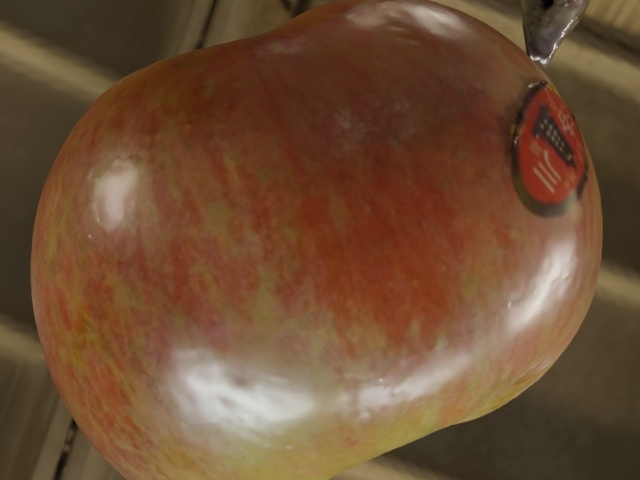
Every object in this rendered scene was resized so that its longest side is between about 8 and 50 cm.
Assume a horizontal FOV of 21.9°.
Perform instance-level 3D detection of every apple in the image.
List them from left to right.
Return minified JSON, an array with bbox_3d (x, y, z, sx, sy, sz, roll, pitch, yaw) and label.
[{"bbox_3d":[0.000,0.000,0.597,0.209,0.209,0.164,-22,-98,-27],"label":"apple"}]

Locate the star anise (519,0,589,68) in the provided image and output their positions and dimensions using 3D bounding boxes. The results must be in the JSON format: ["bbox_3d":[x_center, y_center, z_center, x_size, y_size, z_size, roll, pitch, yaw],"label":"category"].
[{"bbox_3d":[0.165,-0.244,0.949,0.349,0.109,0.292,37,-89,12],"label":"star anise"}]
